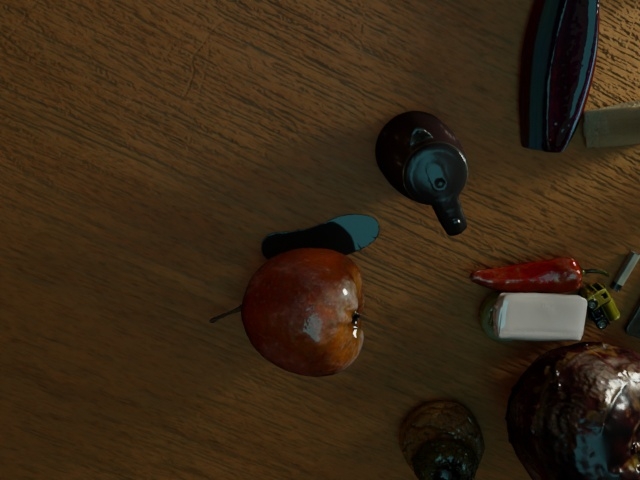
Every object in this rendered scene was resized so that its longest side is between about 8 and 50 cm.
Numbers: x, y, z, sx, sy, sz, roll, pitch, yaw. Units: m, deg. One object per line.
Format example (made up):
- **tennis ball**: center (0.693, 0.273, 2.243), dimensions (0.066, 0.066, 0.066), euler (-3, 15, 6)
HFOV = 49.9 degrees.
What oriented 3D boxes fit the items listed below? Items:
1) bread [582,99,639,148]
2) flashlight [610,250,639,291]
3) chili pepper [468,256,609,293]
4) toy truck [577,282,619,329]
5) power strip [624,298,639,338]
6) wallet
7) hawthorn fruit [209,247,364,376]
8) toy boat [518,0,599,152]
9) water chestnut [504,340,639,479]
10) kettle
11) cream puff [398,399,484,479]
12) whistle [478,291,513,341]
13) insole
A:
- **bread**: center (0.569, -0.218, 1.257), dimensions (0.152, 0.105, 0.077), euler (2, 111, 31)
- **flashlight**: center (0.596, 0.061, 1.347), dimensions (0.018, 0.018, 0.083), euler (22, 106, -8)
- **chili pepper**: center (0.418, 0.069, 1.322), dimensions (0.272, 0.063, 0.071), euler (-4, 119, 0)
- **toy truck**: center (0.547, 0.125, 1.351), dimensions (0.054, 0.049, 0.083), euler (-31, 107, 7)
- **power strip**: center (0.738, 0.141, 1.353), dimensions (0.213, 0.064, 0.198), euler (19, 104, -6)
- **wallet**: center (0.418, 0.146, 1.314), dimensions (0.190, 0.033, 0.095), euler (5, 96, -10)
- **hawthorn fruit**: center (-0.032, 0.120, 1.243), dimensions (0.263, 0.231, 0.235), euler (23, 95, -13)
- **toy boat**: center (0.425, -0.346, 1.191), dimensions (0.136, 0.079, 0.392), euler (2, 110, -4)
- **water chestnut**: center (0.501, 0.362, 1.317), dimensions (0.350, 0.302, 0.350), euler (5, 77, -23)
- **kettle**: center (0.180, -0.111, 1.172), dimensions (0.144, 0.232, 0.202), euler (-18, 108, 5)
- **cream puff**: center (0.255, 0.436, 1.381), dimensions (0.183, 0.169, 0.183), euler (0, 106, -2)
- **whistle**: center (0.410, 0.161, 1.355), dimensions (0.198, 0.057, 0.104), euler (13, 107, -4)
- **insole**: center (0.000, 0.000, 1.324), dimensions (0.232, 0.003, 0.080), euler (-11, 107, 3)
